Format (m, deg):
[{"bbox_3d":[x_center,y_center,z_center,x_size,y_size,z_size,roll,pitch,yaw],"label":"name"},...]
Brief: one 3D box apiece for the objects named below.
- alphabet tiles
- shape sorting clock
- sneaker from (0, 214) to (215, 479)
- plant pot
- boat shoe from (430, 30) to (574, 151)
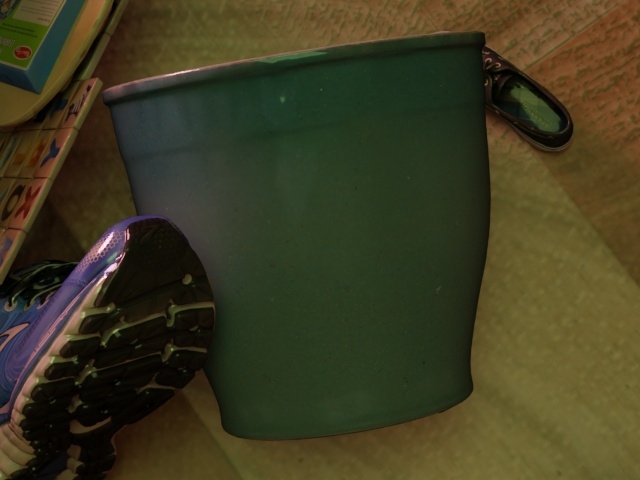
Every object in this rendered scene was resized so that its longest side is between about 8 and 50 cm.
[{"bbox_3d":[-0.211,-0.080,1.173,0.009,0.198,0.237,29,80,-24],"label":"alphabet tiles"},{"bbox_3d":[-0.201,-0.178,1.198,0.040,0.206,0.206,31,79,-32],"label":"shape sorting clock"},{"bbox_3d":[-0.183,0.067,1.086,0.129,0.330,0.147,-8,65,-35],"label":"sneaker"},{"bbox_3d":[0.000,0.000,1.119,0.271,0.271,0.255,-9,94,0],"label":"plant pot"},{"bbox_3d":[0.140,-0.122,1.235,0.142,0.040,0.049,35,82,8],"label":"boat shoe"}]
